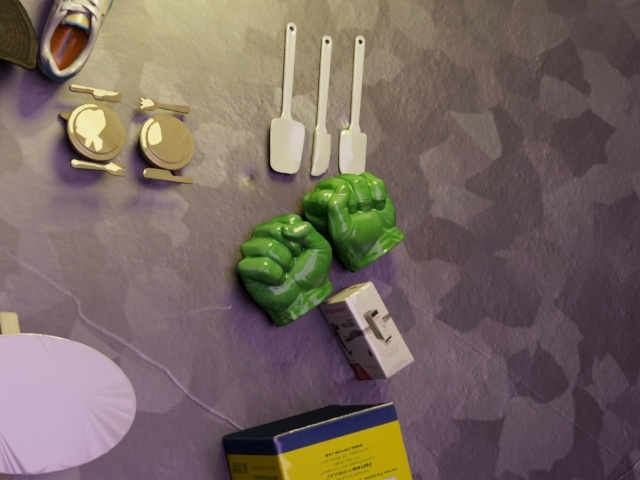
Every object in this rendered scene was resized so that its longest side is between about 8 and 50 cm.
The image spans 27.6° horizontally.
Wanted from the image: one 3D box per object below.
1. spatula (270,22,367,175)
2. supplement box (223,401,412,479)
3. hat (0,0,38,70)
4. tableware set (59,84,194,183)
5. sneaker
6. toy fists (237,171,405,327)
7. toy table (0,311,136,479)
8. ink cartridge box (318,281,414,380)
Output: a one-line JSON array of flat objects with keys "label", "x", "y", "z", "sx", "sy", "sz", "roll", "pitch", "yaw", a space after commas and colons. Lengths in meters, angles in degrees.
[{"label": "spatula", "x": 0.001, "y": -0.213, "z": 2.007, "sx": 0.168, "sy": 0.019, "sz": 0.241, "roll": 8, "pitch": 79, "yaw": -24}, {"label": "supplement box", "x": 0.020, "y": 0.422, "z": 1.824, "sx": 0.195, "sy": 0.194, "sz": 0.356, "roll": -12, "pitch": 88, "yaw": -27}, {"label": "hat", "x": -0.528, "y": -0.300, "z": 1.681, "sx": 0.331, "sy": 0.331, "sz": 0.134, "roll": 42, "pitch": 106, "yaw": -15}, {"label": "tableware set", "x": -0.273, "y": -0.141, "z": 1.855, "sx": 0.194, "sy": 0.039, "sz": 0.128, "roll": 7, "pitch": 67, "yaw": -31}, {"label": "sneaker", "x": -0.324, "y": -0.327, "z": 1.790, "sx": 0.087, "sy": 0.092, "sz": 0.228, "roll": 16, "pitch": 96, "yaw": -19}, {"label": "toy fists", "x": 0.000, "y": 0.000, "z": 1.933, "sx": 0.279, "sy": 0.096, "sz": 0.142, "roll": -36, "pitch": 98, "yaw": -24}, {"label": "toy table", "x": -0.394, "y": 0.214, "z": 1.674, "sx": 0.274, "sy": 0.161, "sz": 0.252, "roll": 17, "pitch": 76, "yaw": -22}, {"label": "ink cartridge box", "x": 0.067, "y": 0.137, "z": 1.941, "sx": 0.056, "sy": 0.099, "sz": 0.135, "roll": -31, "pitch": 95, "yaw": -25}]
